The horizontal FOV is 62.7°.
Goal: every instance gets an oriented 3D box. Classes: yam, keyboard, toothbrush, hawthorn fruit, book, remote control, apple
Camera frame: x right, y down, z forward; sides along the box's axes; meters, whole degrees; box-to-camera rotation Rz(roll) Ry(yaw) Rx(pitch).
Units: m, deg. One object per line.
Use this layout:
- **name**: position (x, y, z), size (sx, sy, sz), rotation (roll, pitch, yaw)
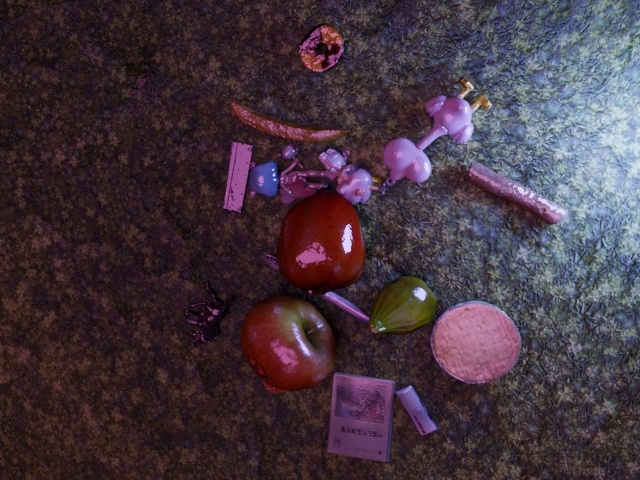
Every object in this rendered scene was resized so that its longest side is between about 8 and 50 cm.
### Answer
- **yam**: position (0.554, -0.134, 1.495), size (0.299, 0.066, 0.066), rotation (29, 105, 10)
- **keyboard**: position (-0.273, -0.207, 1.731), size (0.072, 0.023, 0.231), rotation (13, 102, 6)
- **toothbrush**: position (-0.010, 0.158, 1.708), size (0.413, 0.042, 0.035), rotation (30, 105, 7)
- **hawthorn fruit**: position (0.004, 0.014, 1.552), size (0.295, 0.295, 0.311), rotation (18, 113, 12)
- **book**: position (0.135, 0.584, 1.739), size (0.215, 0.025, 0.283), rotation (4, 98, 14)
- **remote control**: position (0.305, 0.547, 1.684), size (0.065, 0.029, 0.166), rotation (-31, 90, 16)
- **apple**: position (-0.107, 0.327, 1.643), size (0.250, 0.277, 0.309), rotation (-41, 61, 29)

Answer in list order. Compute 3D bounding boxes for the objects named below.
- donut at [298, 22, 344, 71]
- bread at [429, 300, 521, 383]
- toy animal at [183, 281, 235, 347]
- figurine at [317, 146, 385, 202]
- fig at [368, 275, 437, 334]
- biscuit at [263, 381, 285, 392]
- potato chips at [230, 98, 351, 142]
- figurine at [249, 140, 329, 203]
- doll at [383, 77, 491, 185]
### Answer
- **donut**: position (0.007, -0.574, 1.578), size (0.140, 0.059, 0.140), rotation (2, 98, 14)
- **bread**: position (0.468, 0.308, 1.597), size (0.267, 0.040, 0.267), rotation (2, 98, 16)
- **toy animal**: position (-0.387, 0.257, 1.813), size (0.148, 0.084, 0.233), rotation (38, 105, -5)
- **figurine**: position (0.085, -0.191, 1.590), size (0.229, 0.137, 0.112), rotation (44, 138, 9)
- **fig**: position (0.233, 0.209, 1.573), size (0.233, 0.167, 0.167), rotation (-32, 89, -9)
- **biscuit**: position (-0.151, 0.459, 1.800), size (0.102, 0.019, 0.130), rotation (8, 101, 15)
- **potato chips**: position (-0.107, -0.359, 1.643), size (0.407, 0.057, 0.080), rotation (17, 106, 12)
- **figurine**: position (-0.100, -0.211, 1.642), size (0.260, 0.103, 0.205), rotation (2, 101, 5)
- **doll**: position (0.319, -0.296, 1.519), size (0.160, 0.094, 0.365), rotation (44, 108, -3)
